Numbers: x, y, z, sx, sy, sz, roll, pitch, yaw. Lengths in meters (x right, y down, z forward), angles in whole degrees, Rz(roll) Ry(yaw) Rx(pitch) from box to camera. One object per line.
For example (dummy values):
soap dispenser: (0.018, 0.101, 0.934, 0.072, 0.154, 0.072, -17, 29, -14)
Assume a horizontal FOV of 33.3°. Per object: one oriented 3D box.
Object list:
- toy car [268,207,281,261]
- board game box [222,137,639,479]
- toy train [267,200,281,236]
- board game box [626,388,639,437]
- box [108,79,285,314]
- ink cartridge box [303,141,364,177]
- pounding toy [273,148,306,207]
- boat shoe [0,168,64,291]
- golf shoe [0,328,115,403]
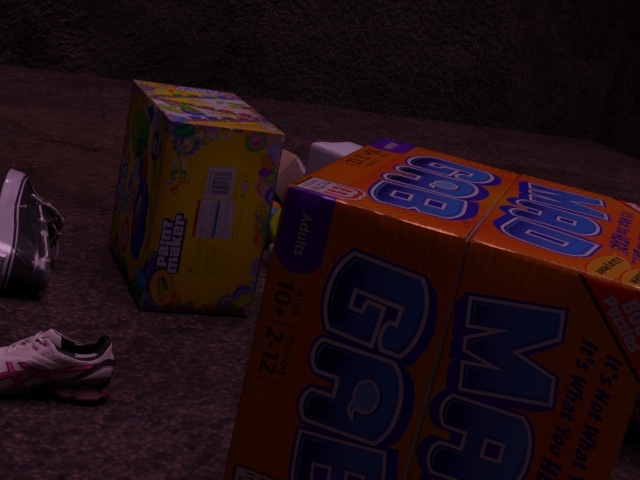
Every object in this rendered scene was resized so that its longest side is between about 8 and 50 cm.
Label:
toy car: (0.000, 0.000, 1.882, 0.182, 0.159, 0.136, 15, -18, 9)
board game box: (0.147, 0.123, 1.157, 0.356, 0.356, 0.356, 17, 17, 14)
toy train: (-0.101, -0.059, 2.057, 0.143, 0.105, 0.248, 23, 14, -5)
board game box: (0.444, 0.174, 1.443, 0.317, 0.213, 0.046, 25, 42, 31)
box: (-0.203, -0.072, 1.667, 0.177, 0.290, 0.279, 5, 18, -23)
ink cartridge box: (0.119, 0.074, 1.390, 0.385, 0.308, 0.091, 26, 21, 35)
pounding toy: (-0.051, -0.088, 2.165, 0.206, 0.094, 0.181, 31, -17, 47)
boat shoe: (-0.443, -0.016, 1.622, 0.105, 0.113, 0.306, 14, 18, -19)
golf shoe: (-0.333, 0.136, 1.244, 0.186, 0.086, 0.067, 6, 19, -17)
